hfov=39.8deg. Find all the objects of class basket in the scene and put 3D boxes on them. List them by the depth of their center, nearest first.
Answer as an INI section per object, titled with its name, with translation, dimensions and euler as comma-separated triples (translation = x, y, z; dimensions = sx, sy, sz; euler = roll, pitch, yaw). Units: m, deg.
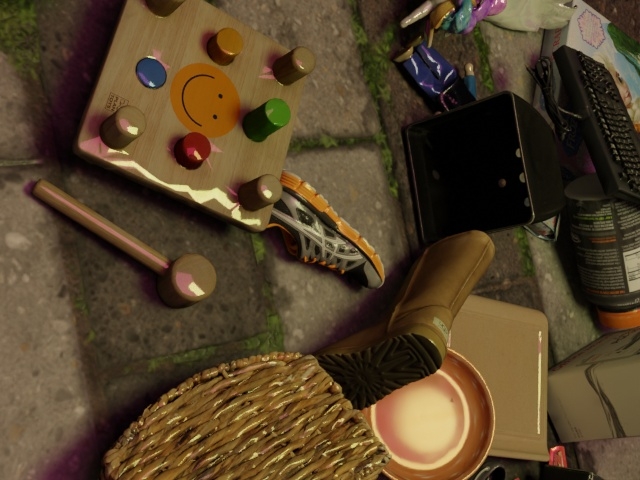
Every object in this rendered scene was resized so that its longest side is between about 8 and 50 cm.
[basket]
translation = -0.110, 0.287, 1.017
dimensions = 0.299, 0.223, 0.213
euler = -24, 61, -35

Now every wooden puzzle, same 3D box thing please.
[wooden puzzle]
translation = 0.252, 0.201, 1.317
dimensions = 0.221, 0.044, 0.239
euler = 14, 67, -31

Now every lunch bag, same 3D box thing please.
[lunch bag]
translation = 0.366, -0.047, 1.440
dimensions = 0.083, 0.053, 0.071
euler = 35, 63, -34

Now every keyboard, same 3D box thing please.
[keyboard]
translation = 0.422, -0.192, 1.374
dimensions = 0.201, 0.033, 0.317
euler = 12, 48, -24

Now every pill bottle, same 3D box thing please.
[pill bottle]
translation = 0.479, 0.019, 1.437
dimensions = 0.130, 0.130, 0.246
euler = -30, 114, -35

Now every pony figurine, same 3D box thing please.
[pony figurine]
translation = 0.275, -0.467, 1.365
dimensions = 0.351, 0.303, 0.363
euler = -3, 77, -11

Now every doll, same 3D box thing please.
[doll]
translation = 0.199, -0.235, 1.371
dimensions = 0.189, 0.046, 0.129
euler = 48, 59, -16

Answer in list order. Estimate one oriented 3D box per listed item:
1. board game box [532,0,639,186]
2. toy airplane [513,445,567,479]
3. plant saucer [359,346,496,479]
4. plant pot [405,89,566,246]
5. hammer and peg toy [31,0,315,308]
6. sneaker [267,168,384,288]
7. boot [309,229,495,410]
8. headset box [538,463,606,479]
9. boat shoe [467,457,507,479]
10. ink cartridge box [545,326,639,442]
[board game box]
translation = 0.512, -0.219, 1.568
dimensions = 0.318, 0.066, 0.319
euler = 25, 67, -27
[toy airplane]
translation = 0.340, 0.391, 1.338
dimensions = 0.151, 0.028, 0.151
euler = 4, 83, -33
[plant saucer]
translation = 0.139, 0.237, 1.199
dimensions = 0.200, 0.037, 0.200
euler = 4, 72, -13
[plant pot]
translation = 0.259, -0.099, 1.310
dimensions = 0.167, 0.187, 0.188
euler = -1, 80, -48
[hammer and peg toy]
translation = -0.161, -0.120, 1.050
dimensions = 0.266, 0.127, 0.361
euler = 26, 66, -27
[sneaker]
translation = 0.000, 0.000, 1.173
dimensions = 0.215, 0.084, 0.083
euler = 43, 83, -22
[boot]
translation = 0.104, 0.105, 1.179
dimensions = 0.089, 0.236, 0.269
euler = 61, 32, -16
[headset box]
translation = 0.401, 0.482, 1.246
dimensions = 0.283, 0.131, 0.246
euler = 30, 74, -11
[boat shoe]
translation = 0.195, 0.388, 1.217
dimensions = 0.075, 0.065, 0.206
euler = 45, 60, -21
[ink cartridge box]
translation = 0.502, 0.206, 1.335
dimensions = 0.207, 0.283, 0.117
euler = -21, 88, -36
